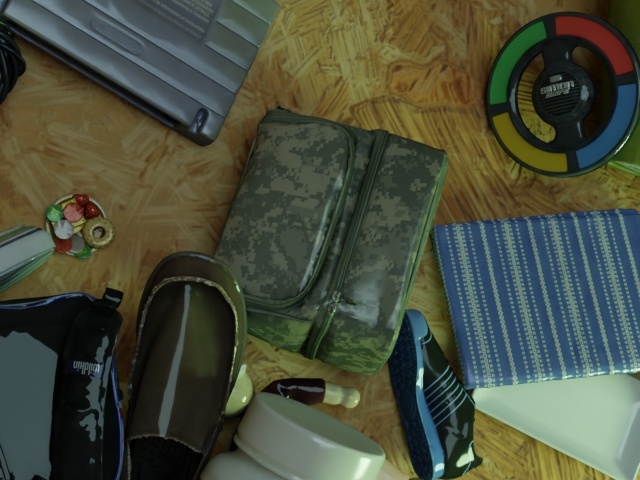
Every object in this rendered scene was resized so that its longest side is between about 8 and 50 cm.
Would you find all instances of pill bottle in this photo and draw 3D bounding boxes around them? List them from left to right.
[{"bbox_3d":[-0.075,0.375,1.716,0.204,0.204,0.361,25,93,-13],"label":"pill bottle"}]

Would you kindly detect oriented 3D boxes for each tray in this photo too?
[{"bbox_3d":[0.338,0.220,2.033,0.270,0.030,0.145,28,72,-12],"label":"tray"}]

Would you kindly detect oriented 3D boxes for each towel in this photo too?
[{"bbox_3d":[0.326,0.078,2.025,0.336,0.040,0.243,-4,67,-18],"label":"towel"}]

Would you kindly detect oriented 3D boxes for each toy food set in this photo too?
[{"bbox_3d":[-0.307,-0.019,1.858,0.082,0.020,0.083,-27,90,-21],"label":"toy food set"}]

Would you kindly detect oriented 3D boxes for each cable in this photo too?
[{"bbox_3d":[-0.456,-0.213,1.805,0.184,0.047,0.150,6,97,-12],"label":"cable"}]

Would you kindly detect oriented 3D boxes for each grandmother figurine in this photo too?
[{"bbox_3d":[-0.035,0.261,1.864,0.342,0.104,0.208,39,61,-6],"label":"grandmother figurine"}]

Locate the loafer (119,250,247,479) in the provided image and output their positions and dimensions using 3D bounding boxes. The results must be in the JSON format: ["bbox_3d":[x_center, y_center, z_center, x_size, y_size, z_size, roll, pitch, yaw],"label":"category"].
[{"bbox_3d":[-0.162,0.194,1.729,0.134,0.130,0.366,7,108,-4],"label":"loafer"}]

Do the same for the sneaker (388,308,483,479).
[{"bbox_3d":[0.154,0.201,1.952,0.090,0.081,0.232,-8,86,-28],"label":"sneaker"}]

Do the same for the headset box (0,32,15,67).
[{"bbox_3d":[-0.418,-0.261,1.857,0.062,0.032,0.083,20,75,-14],"label":"headset box"}]

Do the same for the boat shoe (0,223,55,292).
[{"bbox_3d":[-0.465,0.045,1.748,0.302,0.109,0.094,-27,83,-20],"label":"boat shoe"}]

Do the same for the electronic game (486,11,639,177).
[{"bbox_3d":[0.335,-0.201,2.025,0.048,0.229,0.229,1,77,-59],"label":"electronic game"}]

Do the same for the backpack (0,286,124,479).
[{"bbox_3d":[-0.352,0.209,1.703,0.276,0.213,0.263,-8,76,-13],"label":"backpack"}]

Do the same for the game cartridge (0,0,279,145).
[{"bbox_3d":[-0.245,-0.306,1.897,0.355,0.068,0.230,31,67,-20],"label":"game cartridge"}]

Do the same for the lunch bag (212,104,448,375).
[{"bbox_3d":[0.000,0.000,1.871,0.256,0.212,0.305,17,74,2],"label":"lunch bag"}]

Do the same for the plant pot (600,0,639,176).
[{"bbox_3d":[0.507,-0.231,2.073,0.275,0.275,0.293,18,91,-15],"label":"plant pot"}]
